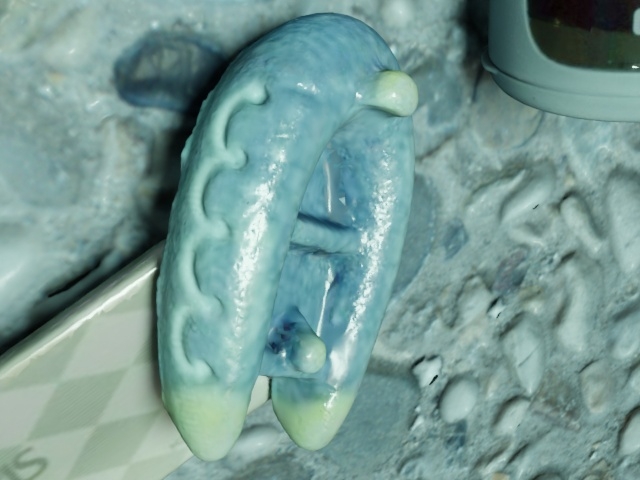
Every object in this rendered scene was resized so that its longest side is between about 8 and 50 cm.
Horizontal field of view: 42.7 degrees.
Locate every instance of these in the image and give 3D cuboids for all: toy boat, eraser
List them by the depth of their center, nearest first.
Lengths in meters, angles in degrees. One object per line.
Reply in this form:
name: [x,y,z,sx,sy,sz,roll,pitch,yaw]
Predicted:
toy boat: [0.000,0.000,0.594,0.215,0.123,0.330,18,83,-51]
eraser: [-0.230,0.175,0.617,0.397,0.082,0.213,-36,128,-13]

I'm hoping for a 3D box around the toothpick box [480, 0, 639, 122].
toothpick box: [0.240,-0.296,0.609,0.263,0.263,0.355,-22,123,-23]
